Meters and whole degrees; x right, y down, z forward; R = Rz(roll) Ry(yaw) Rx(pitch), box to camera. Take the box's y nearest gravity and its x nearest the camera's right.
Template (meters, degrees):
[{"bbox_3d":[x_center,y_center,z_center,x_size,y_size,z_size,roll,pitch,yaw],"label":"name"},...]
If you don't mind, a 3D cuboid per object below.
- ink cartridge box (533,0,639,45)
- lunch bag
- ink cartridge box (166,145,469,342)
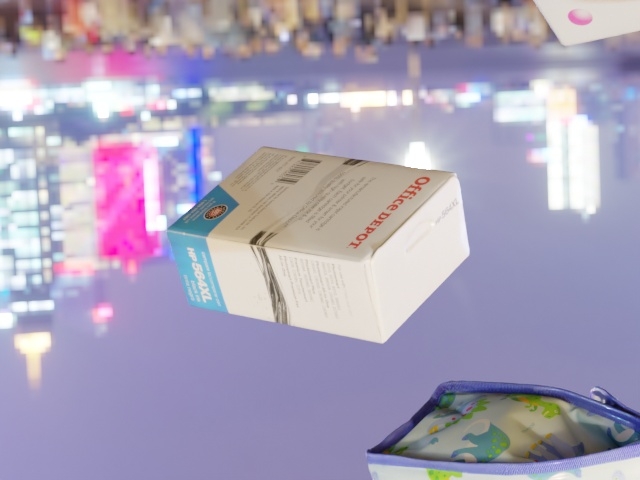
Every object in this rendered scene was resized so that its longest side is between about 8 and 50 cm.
[{"bbox_3d":[0.266,-0.302,1.292,0.330,0.071,0.324,-9,138,35],"label":"ink cartridge box"},{"bbox_3d":[0.115,0.141,0.822,0.151,0.128,0.096,0,-154,42],"label":"lunch bag"},{"bbox_3d":[0.000,0.000,1.416,0.203,0.085,0.148,11,-143,34],"label":"ink cartridge box"}]
